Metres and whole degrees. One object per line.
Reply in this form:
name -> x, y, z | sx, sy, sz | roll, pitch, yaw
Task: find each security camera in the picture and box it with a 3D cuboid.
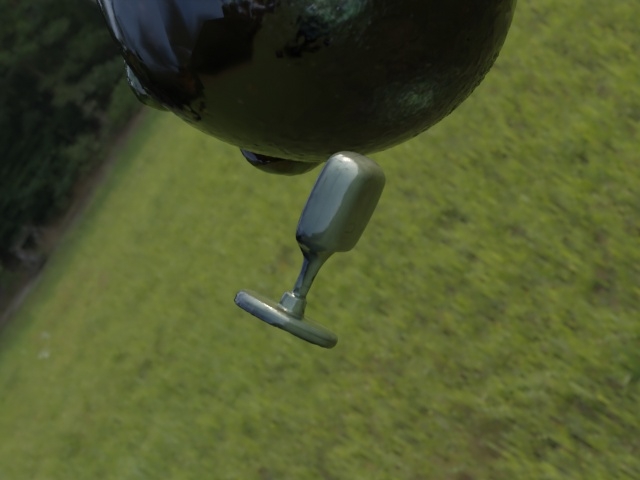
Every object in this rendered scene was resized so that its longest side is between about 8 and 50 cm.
security camera -> 0.000, 0.000, 0.648 | 0.058, 0.058, 0.092 | -144, 78, -81

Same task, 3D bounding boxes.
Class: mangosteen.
mangosteen -> -0.015, -0.171, 0.863 | 0.288, 0.288, 0.288 | -56, 9, 14
